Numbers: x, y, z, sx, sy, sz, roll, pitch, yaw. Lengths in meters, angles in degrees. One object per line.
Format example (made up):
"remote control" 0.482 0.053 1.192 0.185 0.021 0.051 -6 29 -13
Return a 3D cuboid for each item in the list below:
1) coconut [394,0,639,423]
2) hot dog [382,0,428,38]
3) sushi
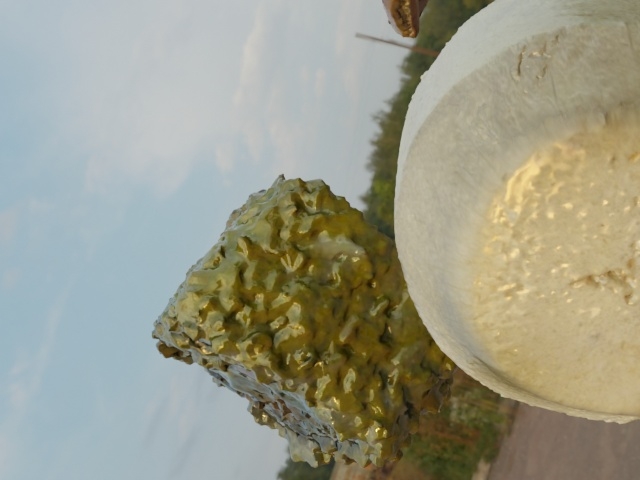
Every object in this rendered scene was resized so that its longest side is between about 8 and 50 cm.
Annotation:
"coconut" 0.163 -0.034 0.476 0.266 0.237 0.237 -71 -6 -58
"hot dog" 0.152 -0.443 1.416 0.269 0.072 0.115 54 -132 -76
"sushi" -0.010 0.124 0.990 0.240 0.351 0.396 -56 7 -20
